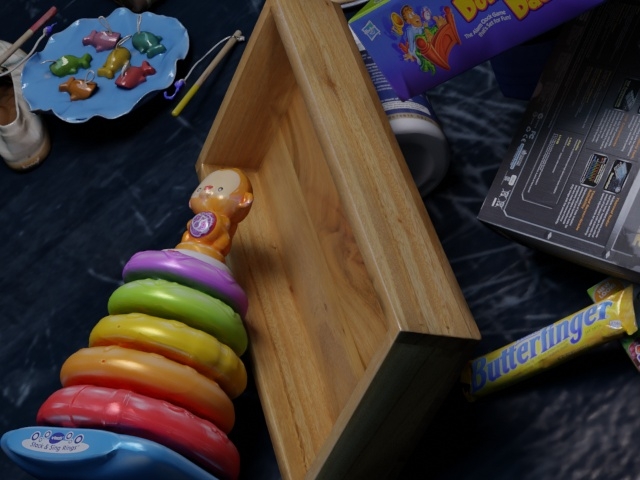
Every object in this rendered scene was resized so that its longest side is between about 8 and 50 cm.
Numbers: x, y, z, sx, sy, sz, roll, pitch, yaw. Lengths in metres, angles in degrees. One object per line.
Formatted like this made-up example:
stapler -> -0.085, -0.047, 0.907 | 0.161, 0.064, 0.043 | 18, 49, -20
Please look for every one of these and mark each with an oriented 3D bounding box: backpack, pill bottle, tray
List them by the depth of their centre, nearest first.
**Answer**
tray -> 0.000, 0.000, 1.293 | 0.203, 0.076, 0.411 | -63, 32, 35
backpack -> 0.201, -0.163, 1.351 | 0.098, 0.101, 0.120 | -5, 29, 37
pill bottle -> 0.049, -0.117, 1.423 | 0.094, 0.094, 0.169 | -27, 45, 8

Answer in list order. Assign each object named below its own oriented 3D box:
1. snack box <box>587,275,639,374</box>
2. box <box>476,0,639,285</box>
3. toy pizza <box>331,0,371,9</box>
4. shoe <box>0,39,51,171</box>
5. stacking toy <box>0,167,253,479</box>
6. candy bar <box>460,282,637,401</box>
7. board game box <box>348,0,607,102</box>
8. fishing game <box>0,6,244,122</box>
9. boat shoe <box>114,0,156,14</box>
snack box -> 0.283, 0.040, 1.189 | 0.141, 0.037, 0.100 | -32, 42, 6
box -> 0.241, -0.089, 1.214 | 0.183, 0.056, 0.231 | 20, 85, 47
toy pizza -> 0.037, -0.316, 1.643 | 0.201, 0.032, 0.201 | -17, 47, 19
shoe -> -0.339, -0.160, 1.719 | 0.076, 0.058, 0.219 | -33, 44, 2
stacking toy -> -0.114, 0.070, 1.280 | 0.175, 0.166, 0.302 | -2, 60, 38
candy bar -> 0.171, 0.081, 1.210 | 0.161, 0.018, 0.040 | -28, 48, 32
board game box -> 0.201, -0.259, 1.261 | 0.233, 0.078, 0.347 | -23, 17, 43
fishing game -> -0.227, -0.189, 1.654 | 0.264, 0.041, 0.189 | 15, 50, 31
boat shoe -> -0.227, -0.314, 1.787 | 0.072, 0.068, 0.190 | -36, 52, -18
